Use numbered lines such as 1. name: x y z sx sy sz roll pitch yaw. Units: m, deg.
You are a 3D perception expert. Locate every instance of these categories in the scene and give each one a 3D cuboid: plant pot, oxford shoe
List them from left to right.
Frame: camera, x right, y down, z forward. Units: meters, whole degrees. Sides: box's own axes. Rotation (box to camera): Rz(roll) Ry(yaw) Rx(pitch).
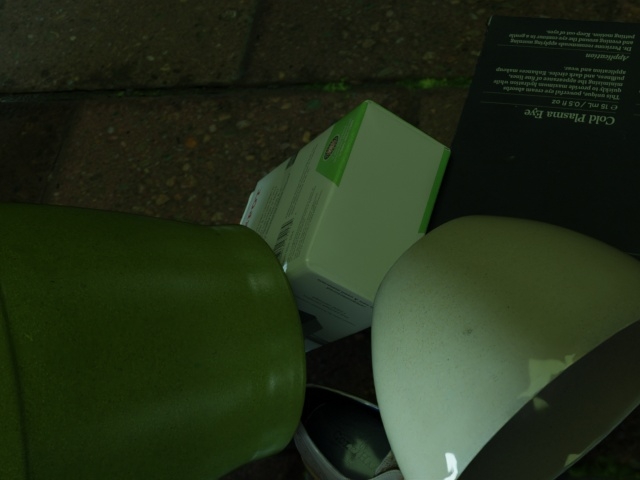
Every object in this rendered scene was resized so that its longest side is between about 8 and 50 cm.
1. plant pot: -0.215 0.119 0.991 0.353 0.366 0.366 -7 50 -28
2. oxford shoe: 0.107 0.258 1.027 0.364 0.133 0.130 27 71 30
3. plant pot: 0.153 0.089 0.923 0.284 0.284 0.191 -38 61 -6

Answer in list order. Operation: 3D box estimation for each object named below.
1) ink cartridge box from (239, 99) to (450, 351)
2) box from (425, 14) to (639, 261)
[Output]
1. ink cartridge box: 0.000 0.000 1.142 0.115 0.273 0.198 28 64 -18
2. box: 0.316 -0.054 1.118 0.343 0.179 0.312 9 63 24
